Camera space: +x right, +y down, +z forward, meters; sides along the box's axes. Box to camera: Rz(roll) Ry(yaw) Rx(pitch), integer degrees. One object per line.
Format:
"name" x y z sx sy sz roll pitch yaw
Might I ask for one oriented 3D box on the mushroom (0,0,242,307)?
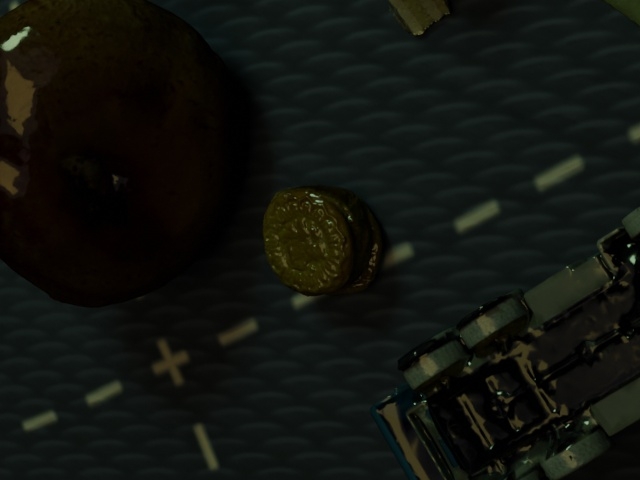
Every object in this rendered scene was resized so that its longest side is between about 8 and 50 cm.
"mushroom" -0.197 -0.101 1.557 0.267 0.267 0.254 -44 41 30

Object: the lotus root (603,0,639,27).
"lotus root" 0.314 -0.255 1.203 0.260 0.149 0.267 41 139 17

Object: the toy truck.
"toy truck" 0.200 0.085 1.337 0.367 0.175 0.146 -35 81 32

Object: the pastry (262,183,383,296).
"pastry" 0.000 0.000 1.519 0.097 0.057 0.109 -45 73 31

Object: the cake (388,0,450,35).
"cake" 0.070 -0.231 1.454 0.052 0.065 0.121 -21 109 33
